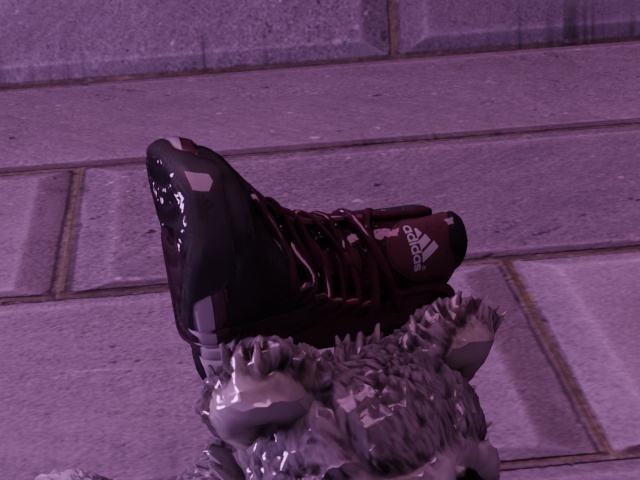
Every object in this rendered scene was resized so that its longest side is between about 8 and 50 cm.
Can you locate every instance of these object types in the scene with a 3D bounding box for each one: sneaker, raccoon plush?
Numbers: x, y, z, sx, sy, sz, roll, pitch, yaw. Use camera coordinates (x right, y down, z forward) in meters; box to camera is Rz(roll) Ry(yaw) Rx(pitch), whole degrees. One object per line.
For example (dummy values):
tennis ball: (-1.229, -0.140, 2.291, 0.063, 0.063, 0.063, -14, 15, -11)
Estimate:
sneaker: (0.000, 0.000, 0.932, 0.163, 0.106, 0.281, -12, -12, -3)
raccoon plush: (-0.074, 0.138, 0.990, 0.446, 0.299, 0.216, 16, 29, 38)
